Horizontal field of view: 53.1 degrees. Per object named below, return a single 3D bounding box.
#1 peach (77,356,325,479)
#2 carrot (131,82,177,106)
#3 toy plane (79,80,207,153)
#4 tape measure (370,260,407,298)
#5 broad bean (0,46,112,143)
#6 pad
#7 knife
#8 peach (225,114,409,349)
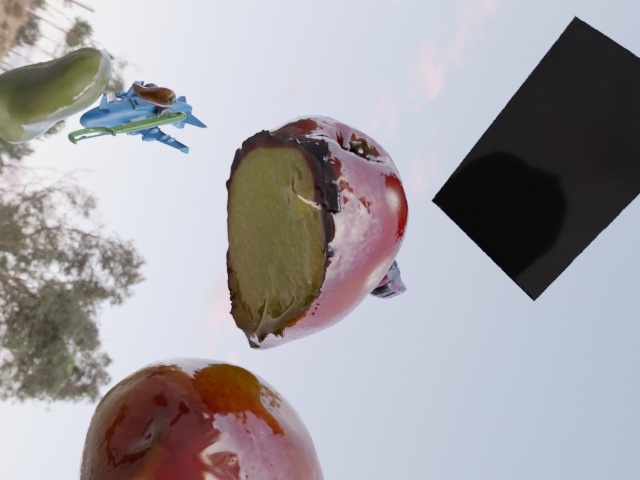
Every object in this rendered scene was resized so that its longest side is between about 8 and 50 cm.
[{"bbox_3d":[-0.148,0.290,0.798,0.307,0.332,0.308,-6,-122,10],"label":"peach"},{"bbox_3d":[-0.304,-0.265,1.160,0.142,0.035,0.035,21,-89,38],"label":"carrot"},{"bbox_3d":[-0.395,-0.281,1.419,0.254,0.271,0.105,53,-50,28],"label":"toy plane"},{"bbox_3d":[0.127,0.063,1.353,0.074,0.125,0.118,-26,-102,19],"label":"tape measure"},{"bbox_3d":[-0.486,-0.265,1.159,0.263,0.121,0.189,-12,-141,15],"label":"broad bean"},{"bbox_3d":[0.360,-0.119,0.977,0.248,0.007,0.368,48,-61,25],"label":"pad"},{"bbox_3d":[-0.324,-0.193,1.079,0.054,0.212,0.015,25,-54,42],"label":"knife"},{"bbox_3d":[0.000,0.000,0.886,0.258,0.201,0.362,46,-49,40],"label":"peach"}]
